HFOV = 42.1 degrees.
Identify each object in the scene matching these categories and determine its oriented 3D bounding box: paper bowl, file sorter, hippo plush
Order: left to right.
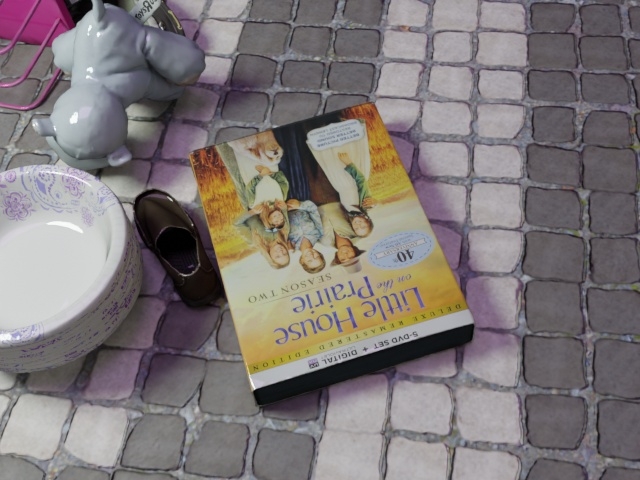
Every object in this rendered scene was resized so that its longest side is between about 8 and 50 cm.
[{"bbox_3d":[-0.561,-0.376,1.362,0.202,0.291,0.182,12,61,13],"label":"file sorter"},{"bbox_3d":[-0.385,0.048,1.139,0.284,0.148,0.284,-2,55,3],"label":"paper bowl"},{"bbox_3d":[-0.308,-0.220,1.281,0.234,0.294,0.236,14,74,-21],"label":"hippo plush"}]

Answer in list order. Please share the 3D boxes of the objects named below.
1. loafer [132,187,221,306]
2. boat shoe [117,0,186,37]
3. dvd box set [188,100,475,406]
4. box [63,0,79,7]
[{"bbox_3d":[-0.210,-0.007,1.200,0.080,0.078,0.220,-30,59,-15],"label":"loafer"},{"bbox_3d":[-0.307,-0.405,1.486,0.068,0.081,0.228,-8,45,-28],"label":"boat shoe"},{"bbox_3d":[0.000,0.000,1.187,0.307,0.062,0.420,-16,56,-5],"label":"dvd box set"},{"bbox_3d":[-0.423,-0.522,1.547,0.231,0.056,0.183,-40,37,-20],"label":"box"}]
